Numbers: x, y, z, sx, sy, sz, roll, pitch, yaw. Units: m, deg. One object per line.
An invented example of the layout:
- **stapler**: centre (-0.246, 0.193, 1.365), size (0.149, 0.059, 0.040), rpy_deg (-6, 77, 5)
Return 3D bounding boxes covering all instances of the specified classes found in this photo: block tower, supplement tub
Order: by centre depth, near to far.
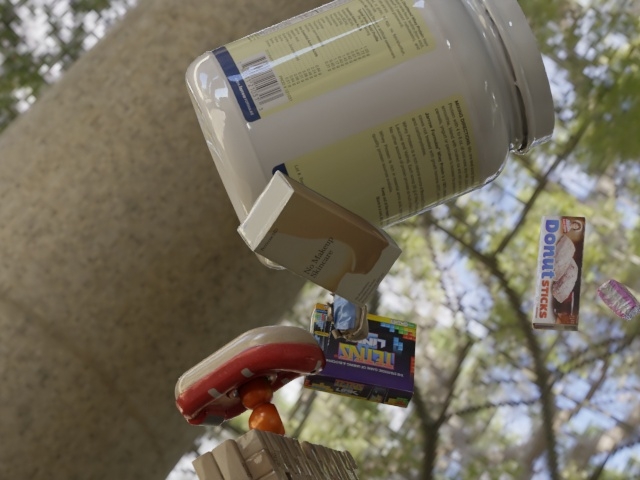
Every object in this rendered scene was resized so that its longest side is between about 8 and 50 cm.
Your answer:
- **supplement tub**: centre (0.050, -0.132, 1.466), size (0.235, 0.324, 0.235), rpy_deg (158, -90, -85)
- **block tower**: centre (-0.039, 0.321, 1.879), size (0.097, 0.091, 0.335), rpy_deg (63, 15, 22)

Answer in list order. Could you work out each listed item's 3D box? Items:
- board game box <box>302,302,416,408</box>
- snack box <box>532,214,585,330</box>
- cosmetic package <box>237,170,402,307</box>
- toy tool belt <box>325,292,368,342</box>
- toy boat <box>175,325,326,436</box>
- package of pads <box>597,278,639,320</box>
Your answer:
- **board game box**: centre (0.063, 0.180, 2.262), size (0.170, 0.141, 0.048), rpy_deg (11, -44, -7)
- **snack box**: centre (0.341, 0.045, 2.050), size (0.064, 0.178, 0.022), rpy_deg (2, -31, 14)
- **cosmetic package**: centre (0.000, 0.000, 1.116), size (0.115, 0.060, 0.041), rpy_deg (27, 13, -32)
- **toy tool belt**: centre (0.031, 0.087, 1.820), size (0.051, 0.083, 0.052), rpy_deg (12, -29, -39)
- **toy boat**: centre (-0.091, 0.227, 2.103), size (0.151, 0.231, 0.151), rpy_deg (18, 41, -59)
- **package of pads**: centre (0.394, 0.078, 1.891), size (0.050, 0.032, 0.083), rpy_deg (51, 12, 16)
